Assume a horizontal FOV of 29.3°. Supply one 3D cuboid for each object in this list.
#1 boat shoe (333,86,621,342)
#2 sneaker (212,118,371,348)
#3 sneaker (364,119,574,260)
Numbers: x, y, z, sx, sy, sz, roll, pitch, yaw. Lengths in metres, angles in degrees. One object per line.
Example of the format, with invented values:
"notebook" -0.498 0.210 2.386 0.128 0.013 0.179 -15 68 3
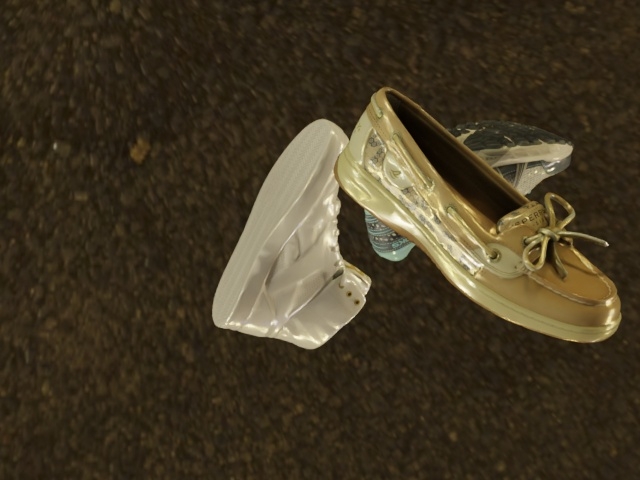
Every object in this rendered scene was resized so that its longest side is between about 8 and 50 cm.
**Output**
"boat shoe" 0.136 -0.020 1.028 0.285 0.104 0.089 35 122 18
"sneaker" 0.000 0.000 1.521 0.169 0.108 0.292 19 110 -25
"sneaker" 0.159 -0.056 1.355 0.283 0.110 0.122 -15 115 -28
